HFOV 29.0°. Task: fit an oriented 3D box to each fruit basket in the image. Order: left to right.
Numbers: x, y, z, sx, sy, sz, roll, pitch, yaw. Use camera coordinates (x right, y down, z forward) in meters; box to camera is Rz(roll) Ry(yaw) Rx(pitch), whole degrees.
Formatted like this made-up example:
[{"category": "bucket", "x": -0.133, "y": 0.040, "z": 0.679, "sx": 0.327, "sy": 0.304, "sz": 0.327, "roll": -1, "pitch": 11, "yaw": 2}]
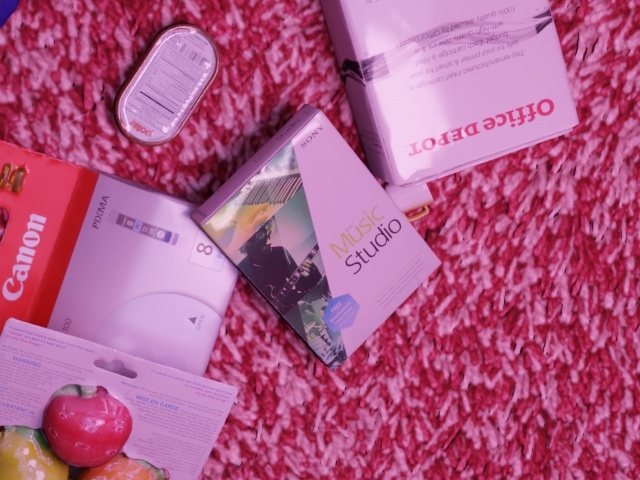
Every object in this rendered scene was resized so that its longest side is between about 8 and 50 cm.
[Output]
[{"category": "fruit basket", "x": -0.327, "y": 0.291, "z": 1.708, "sx": 0.327, "sy": 0.165, "sz": 0.353, "roll": 18, "pitch": 108, "yaw": -15}]

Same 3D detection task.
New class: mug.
[{"category": "mug", "x": 0.130, "y": -0.063, "z": 1.838, "sx": 0.064, "sy": 0.062, "sz": 0.078, "roll": -27, "pitch": 98, "yaw": 1}]

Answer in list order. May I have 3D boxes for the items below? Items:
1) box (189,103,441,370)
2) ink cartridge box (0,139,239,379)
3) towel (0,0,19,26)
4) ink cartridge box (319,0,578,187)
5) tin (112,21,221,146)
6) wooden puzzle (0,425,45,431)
[{"category": "box", "x": 0.000, "y": 0.000, "z": 1.756, "sx": 0.232, "sy": 0.058, "sz": 0.322, "roll": -45, "pitch": 118, "yaw": -8}, {"category": "ink cartridge box", "x": -0.322, "y": 0.060, "z": 1.740, "sx": 0.384, "sy": 0.091, "sz": 0.308, "roll": 18, "pitch": 95, "yaw": -16}, {"category": "towel", "x": -0.566, "y": -0.279, "z": 1.607, "sx": 0.308, "sy": 0.076, "sz": 0.227, "roll": -46, "pitch": 139, "yaw": -2}, {"category": "ink cartridge box", "x": 0.164, "y": -0.307, "z": 1.747, "sx": 0.285, "sy": 0.166, "sz": 0.395, "roll": -19, "pitch": 102, "yaw": -9}, {"category": "tin", "x": -0.217, "y": -0.220, "z": 1.745, "sx": 0.106, "sy": 0.040, "sz": 0.190, "roll": 33, "pitch": 91, "yaw": -12}, {"category": "wooden puzzle", "x": -0.419, "y": 0.258, "z": 1.791, "sx": 0.078, "sy": 0.014, "sz": 0.116, "roll": 35, "pitch": 90, "yaw": -12}]
